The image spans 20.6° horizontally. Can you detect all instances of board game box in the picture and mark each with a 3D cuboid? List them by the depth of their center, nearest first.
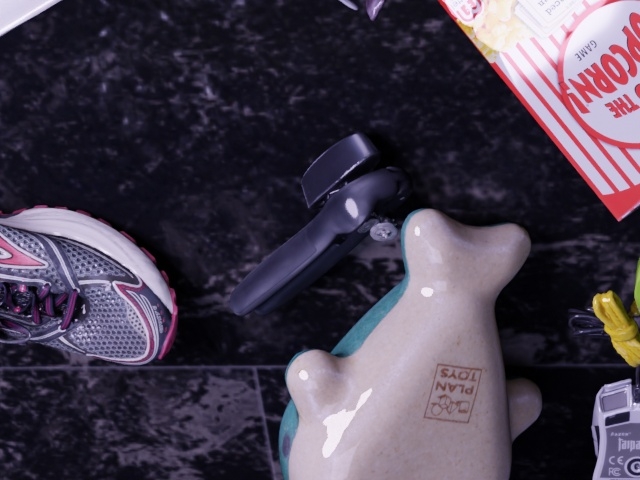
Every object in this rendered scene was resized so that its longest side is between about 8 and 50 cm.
[{"bbox_3d":[0.192,-0.133,1.143,0.147,0.045,0.193,-43,83,30],"label":"board game box"}]

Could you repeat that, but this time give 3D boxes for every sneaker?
[{"bbox_3d":[-0.254,0.033,1.340,0.299,0.112,0.121,19,124,-2],"label":"sneaker"}]

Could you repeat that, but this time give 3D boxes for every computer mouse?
[{"bbox_3d":[0.240,0.135,1.348,0.106,0.042,0.193,1,116,5],"label":"computer mouse"}]

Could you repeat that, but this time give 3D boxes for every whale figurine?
[{"bbox_3d":[0.064,0.100,1.320,0.216,0.141,0.272,8,105,-26],"label":"whale figurine"}]

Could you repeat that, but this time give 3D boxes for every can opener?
[{"bbox_3d":[0.000,0.000,1.309,0.059,0.073,0.186,6,138,-41],"label":"can opener"}]

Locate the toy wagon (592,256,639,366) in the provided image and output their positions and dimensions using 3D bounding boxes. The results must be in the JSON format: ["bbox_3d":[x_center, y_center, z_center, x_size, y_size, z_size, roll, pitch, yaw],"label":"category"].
[{"bbox_3d":[0.349,-0.014,1.215,0.344,0.068,0.267,-25,114,25],"label":"toy wagon"}]

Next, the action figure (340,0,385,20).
[{"bbox_3d":[-0.063,-0.254,1.130,0.285,0.099,0.185,29,128,-3],"label":"action figure"}]

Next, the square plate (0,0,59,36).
[{"bbox_3d":[-0.156,-0.333,1.064,0.347,0.049,0.344,-23,91,24],"label":"square plate"}]
